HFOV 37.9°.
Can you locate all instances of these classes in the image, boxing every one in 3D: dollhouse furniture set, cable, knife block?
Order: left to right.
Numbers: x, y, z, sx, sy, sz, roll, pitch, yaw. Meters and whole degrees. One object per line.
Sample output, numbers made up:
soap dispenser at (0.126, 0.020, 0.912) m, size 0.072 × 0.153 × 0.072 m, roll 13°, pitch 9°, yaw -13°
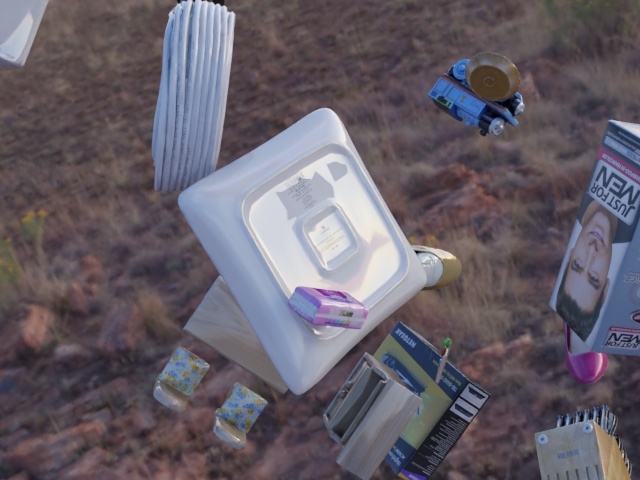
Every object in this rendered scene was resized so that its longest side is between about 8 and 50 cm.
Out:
cable at (-0.169, -0.187, 1.231) m, size 0.089 × 0.257 × 0.257 m, roll 7°, pitch 8°, yaw -10°
dollhouse furniture set at (-0.048, 0.222, 1.662) m, size 0.362 × 0.394 × 0.256 m, roll -56°, pitch 8°, yaw 0°
knife block at (0.393, 0.360, 1.317) m, size 0.088 × 0.242 × 0.276 m, roll -21°, pitch 52°, yaw 25°

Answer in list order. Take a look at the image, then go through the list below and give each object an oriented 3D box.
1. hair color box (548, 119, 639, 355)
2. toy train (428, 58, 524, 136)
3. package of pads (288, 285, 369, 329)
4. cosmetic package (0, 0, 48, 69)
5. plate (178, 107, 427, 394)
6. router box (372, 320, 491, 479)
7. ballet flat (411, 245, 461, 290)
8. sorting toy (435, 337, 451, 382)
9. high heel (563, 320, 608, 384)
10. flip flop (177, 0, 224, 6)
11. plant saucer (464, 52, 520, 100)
hair color box at (0.543, -0.004, 1.652) m, size 0.113 × 0.375 × 0.185 m, roll 6°, pitch 22°, yaw -15°
toy train at (0.297, -0.265, 1.759) m, size 0.184 × 0.080 × 0.105 m, roll 39°, pitch 97°, yaw 35°
package of pads at (0.009, 0.076, 1.058) m, size 0.083 × 0.032 × 0.050 m, roll 10°, pitch 19°, yaw -44°
cosmetic package at (-0.592, -0.458, 1.370) m, size 0.393 × 0.329 × 0.328 m, roll 12°, pitch 82°, yaw 54°
plate at (0.000, 0.000, 1.141) m, size 0.277 × 0.278 × 0.045 m, roll -36°, pitch 9°, yaw -37°
router box at (0.191, 0.343, 1.995) m, size 0.243 × 0.081 × 0.309 m, roll -55°, pitch 30°, yaw 1°
ballet flat at (0.135, 0.046, 1.571) m, size 0.232 × 0.080 × 0.073 m, roll 7°, pitch 8°, yaw -11°
sorting toy at (0.211, 0.196, 1.593) m, size 0.012 × 0.083 × 0.062 m, roll 17°, pitch 24°, yaw 11°
high heel at (0.509, 0.172, 1.821) m, size 0.082 × 0.117 × 0.244 m, roll -13°, pitch 27°, yaw 25°
flip flop at (-0.268, -0.552, 1.983) m, size 0.112 × 0.277 × 0.080 m, roll -16°, pitch 34°, yaw -38°
plant saucer at (0.248, -0.234, 1.354) m, size 0.083 × 0.083 × 0.015 m, roll -3°, pitch 40°, yaw 36°
